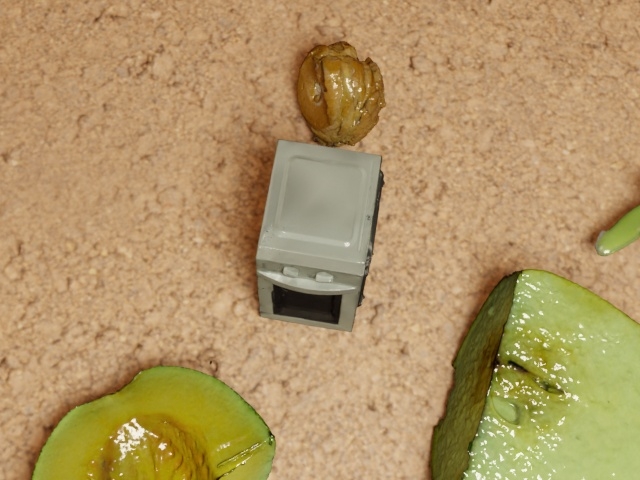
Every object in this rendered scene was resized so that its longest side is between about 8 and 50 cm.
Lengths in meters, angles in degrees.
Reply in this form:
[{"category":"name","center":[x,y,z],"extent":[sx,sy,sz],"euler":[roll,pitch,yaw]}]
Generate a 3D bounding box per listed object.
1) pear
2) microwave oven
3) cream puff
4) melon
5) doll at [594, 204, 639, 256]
[{"category":"pear","center":[0.270,0.195,1.105],"extent":[0.292,0.159,0.292],"euler":[1,72,-2]},{"category":"microwave oven","center":[0.000,0.000,1.141],"extent":[0.122,0.208,0.162],"euler":[10,68,2]},{"category":"cream puff","center":[0.029,-0.184,1.271],"extent":[0.104,0.119,0.133],"euler":[-20,97,-28]},{"category":"melon","center":[-0.183,0.246,1.092],"extent":[0.265,0.129,0.169],"euler":[-27,50,-9]},{"category":"doll","center":[0.470,-0.022,1.182],"extent":[0.236,0.213,0.213],"euler":[28,69,21]}]
